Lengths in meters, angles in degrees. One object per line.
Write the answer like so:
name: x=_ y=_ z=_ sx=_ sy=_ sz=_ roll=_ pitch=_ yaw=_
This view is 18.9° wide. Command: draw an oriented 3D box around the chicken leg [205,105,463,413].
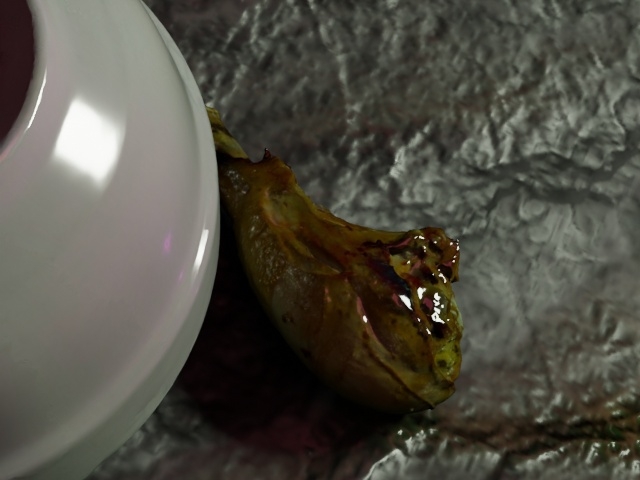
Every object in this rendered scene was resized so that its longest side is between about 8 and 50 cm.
chicken leg: x=0.000 y=0.000 z=0.842 sx=0.093 sy=0.070 sz=0.178 roll=-36 pitch=64 yaw=-26

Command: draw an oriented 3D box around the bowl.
bowl: x=-0.179 y=-0.035 z=0.753 sx=0.287 sy=0.144 sz=0.287 roll=2 pitch=64 yaw=-3
